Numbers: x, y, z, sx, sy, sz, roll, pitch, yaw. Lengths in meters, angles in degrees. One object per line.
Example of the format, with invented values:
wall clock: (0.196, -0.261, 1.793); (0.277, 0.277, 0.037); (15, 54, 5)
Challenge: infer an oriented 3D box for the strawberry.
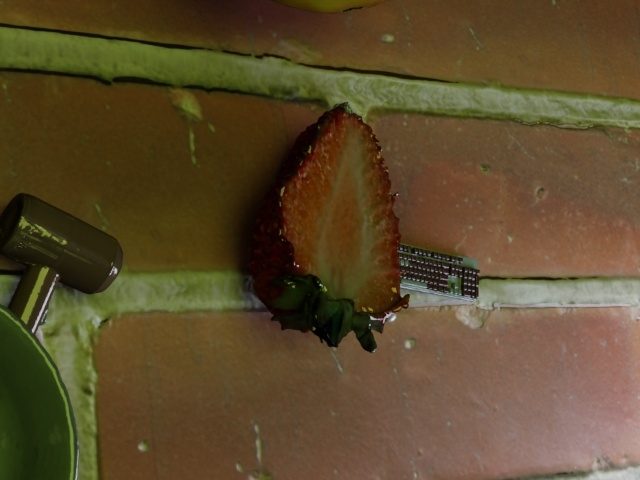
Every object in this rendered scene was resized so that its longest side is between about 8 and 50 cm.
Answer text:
strawberry: (0.000, 0.000, 1.407); (0.188, 0.106, 0.286); (28, 53, -33)

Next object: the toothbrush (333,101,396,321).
toothbrush: (0.052, -0.033, 1.496); (0.018, 0.024, 0.257); (-11, 88, -36)

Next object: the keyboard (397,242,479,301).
keyboard: (0.127, 0.033, 1.523); (0.166, 0.017, 0.055); (12, 73, -41)

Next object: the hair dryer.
hair dryer: (-0.268, 0.058, 1.231); (0.117, 0.064, 0.181); (30, 72, -29)

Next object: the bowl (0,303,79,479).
bowl: (-0.359, 0.180, 1.082); (0.289, 0.146, 0.289); (9, 73, -32)

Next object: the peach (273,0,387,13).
peach: (0.009, -0.421, 1.368); (0.370, 0.370, 0.369); (8, 75, -34)
